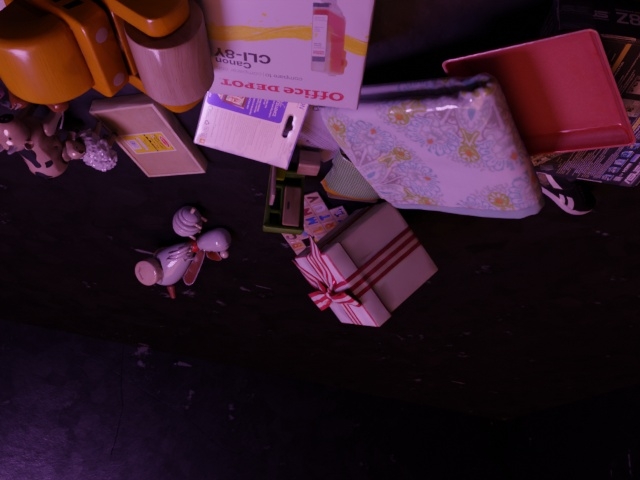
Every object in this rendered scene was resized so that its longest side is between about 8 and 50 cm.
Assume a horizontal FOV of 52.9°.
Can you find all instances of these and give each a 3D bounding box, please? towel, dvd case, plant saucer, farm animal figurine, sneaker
[{"bbox_3d":[0.215,-0.171,1.253,0.375,0.090,0.320,5,149,40],"label":"towel"},{"bbox_3d":[0.031,-0.257,1.395,0.239,0.029,0.179,-18,144,42],"label":"dvd case"},{"bbox_3d":[0.379,-0.251,1.108,0.259,0.047,0.258,-2,143,40],"label":"plant saucer"},{"bbox_3d":[-0.657,-0.240,1.397,0.330,0.172,0.326,4,153,24],"label":"farm animal figurine"},{"bbox_3d":[0.578,-0.131,1.449,0.217,0.079,0.121,23,150,-25],"label":"sneaker"}]

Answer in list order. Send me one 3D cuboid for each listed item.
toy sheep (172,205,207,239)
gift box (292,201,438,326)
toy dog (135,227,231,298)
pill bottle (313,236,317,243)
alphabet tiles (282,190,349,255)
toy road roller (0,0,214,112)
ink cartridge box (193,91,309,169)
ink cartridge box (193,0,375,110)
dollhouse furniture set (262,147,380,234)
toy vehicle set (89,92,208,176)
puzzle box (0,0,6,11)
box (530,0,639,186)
[{"bbox_3d":[-0.374,-0.054,1.828,0.091,0.091,0.132,18,136,-21],"label":"toy sheep"},{"bbox_3d":[0.086,0.056,1.635,0.276,0.258,0.255,51,160,-5],"label":"gift box"},{"bbox_3d":[-0.410,0.083,1.983,0.334,0.220,0.161,-13,107,46],"label":"toy dog"},{"bbox_3d":[0.000,0.000,1.882,0.043,0.043,0.083,10,152,-6],"label":"pill bottle"},{"bbox_3d":[-0.015,-0.043,1.777,0.198,0.009,0.237,-16,138,17],"label":"alphabet tiles"},{"bbox_3d":[-0.351,-0.300,0.986,0.330,0.240,0.202,33,157,15],"label":"toy road roller"},{"bbox_3d":[-0.138,-0.263,1.327,0.208,0.045,0.206,16,127,-11],"label":"ink cartridge box"},{"bbox_3d":[-0.048,-0.394,1.007,0.279,0.160,0.384,7,153,1],"label":"ink cartridge box"},{"bbox_3d":[0.027,-0.106,1.504,0.302,0.151,0.197,6,161,-8],"label":"dollhouse furniture set"},{"bbox_3d":[-0.398,-0.242,1.522,0.166,0.035,0.267,-2,151,17],"label":"toy vehicle set"},{"bbox_3d":[-0.485,-0.453,1.120,0.272,0.052,0.409,8,153,-2],"label":"puzzle box"},{"bbox_3d":[0.524,-0.257,1.202,0.318,0.097,0.395,6,152,0],"label":"box"}]
